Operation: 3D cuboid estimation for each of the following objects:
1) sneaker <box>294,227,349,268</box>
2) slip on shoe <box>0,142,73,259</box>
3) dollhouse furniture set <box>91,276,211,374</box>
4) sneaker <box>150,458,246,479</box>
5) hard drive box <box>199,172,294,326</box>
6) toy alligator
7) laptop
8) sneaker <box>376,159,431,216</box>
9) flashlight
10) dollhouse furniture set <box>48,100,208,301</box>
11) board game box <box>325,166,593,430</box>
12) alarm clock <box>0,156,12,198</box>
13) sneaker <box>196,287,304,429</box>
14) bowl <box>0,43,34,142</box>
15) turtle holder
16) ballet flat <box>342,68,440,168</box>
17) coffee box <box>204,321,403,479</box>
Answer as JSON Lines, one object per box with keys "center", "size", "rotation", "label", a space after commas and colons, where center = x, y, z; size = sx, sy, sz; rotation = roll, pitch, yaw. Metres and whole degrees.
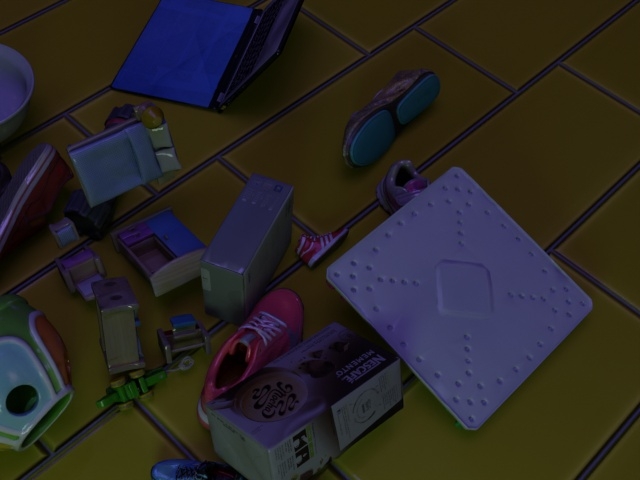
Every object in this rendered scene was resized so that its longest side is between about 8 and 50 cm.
{"center": [0.000, 0.000, 1.807], "size": [0.067, 0.042, 0.118], "rotation": [39, 62, 20], "label": "sneaker"}
{"center": [-0.596, -0.041, 1.761], "size": [0.123, 0.101, 0.331], "rotation": [-7, 50, 45], "label": "slip on shoe"}
{"center": [-0.308, 0.140, 1.606], "size": [0.184, 0.129, 0.129], "rotation": [-10, 25, -19], "label": "dollhouse furniture set"}
{"center": [-0.203, 0.386, 1.478], "size": [0.162, 0.073, 0.063], "rotation": [5, 53, 0], "label": "sneaker"}
{"center": [-0.136, 0.018, 1.698], "size": [0.089, 0.181, 0.232], "rotation": [19, 53, 11], "label": "hard drive box"}
{"center": [-0.320, 0.253, 1.593], "size": [0.190, 0.056, 0.051], "rotation": [-24, 14, -28], "label": "toy alligator"}
{"center": [-0.240, -0.515, 2.074], "size": [0.236, 0.408, 0.382], "rotation": [34, 51, -21], "label": "laptop"}
{"center": [0.193, -0.066, 1.826], "size": [0.103, 0.111, 0.252], "rotation": [-20, 57, -18], "label": "sneaker"}
{"center": [-0.447, -0.152, 1.856], "size": [0.103, 0.103, 0.304], "rotation": [15, 52, 6], "label": "flashlight"}
{"center": [-0.365, -0.064, 1.640], "size": [0.286, 0.303, 0.198], "rotation": [-28, 39, -22], "label": "dollhouse furniture set"}
{"center": [0.265, 0.100, 1.682], "size": [0.390, 0.050, 0.390], "rotation": [-38, 80, -27], "label": "board game box"}
{"center": [-0.698, -0.099, 1.828], "size": [0.129, 0.064, 0.192], "rotation": [-16, 59, -16], "label": "alarm clock"}
{"center": [-0.113, 0.195, 1.592], "size": [0.116, 0.136, 0.314], "rotation": [23, 55, 12], "label": "sneaker"}
{"center": [-0.762, -0.289, 1.921], "size": [0.298, 0.134, 0.298], "rotation": [2, 52, -3], "label": "bowl"}
{"center": [-0.559, 0.249, 1.461], "size": [0.227, 0.243, 0.320], "rotation": [39, 49, 4], "label": "turtle holder"}
{"center": [0.135, -0.278, 1.997], "size": [0.123, 0.123, 0.348], "rotation": [34, 58, 20], "label": "ballet flat"}
{"center": [-0.020, 0.278, 1.490], "size": [0.297, 0.119, 0.168], "rotation": [-29, 37, -33], "label": "coffee box"}
